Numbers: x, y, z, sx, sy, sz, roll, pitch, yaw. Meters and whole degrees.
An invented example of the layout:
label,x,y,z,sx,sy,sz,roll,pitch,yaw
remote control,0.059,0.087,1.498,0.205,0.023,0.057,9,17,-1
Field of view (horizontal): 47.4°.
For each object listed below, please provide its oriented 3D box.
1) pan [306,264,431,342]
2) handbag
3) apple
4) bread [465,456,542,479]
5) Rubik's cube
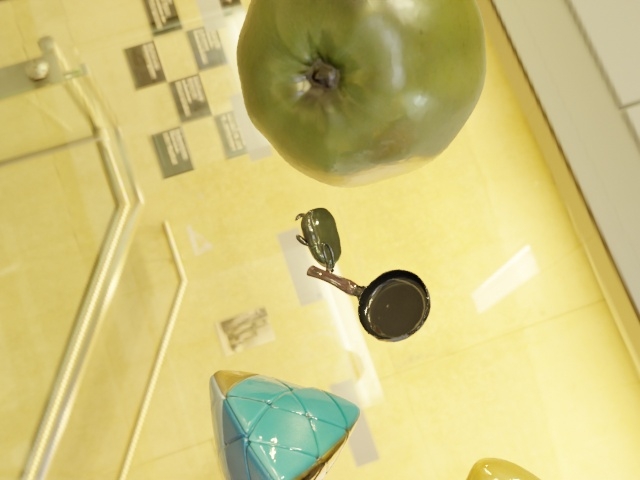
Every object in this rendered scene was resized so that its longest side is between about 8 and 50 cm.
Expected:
label,x,y,z,sx,sy,sz,roll,pitch,yaw
pan,0.070,0.085,1.116,0.212,0.115,0.040,19,-18,29
handbag,0.000,0.000,1.184,0.047,0.072,0.111,-32,-106,51
apple,0.069,-0.315,1.269,0.473,0.473,0.474,162,-90,-83
bread,0.342,0.614,1.269,0.245,0.328,0.424,-176,-111,-74
Rubik's cube,-0.059,0.270,1.102,0.254,0.254,0.255,162,-90,-83
